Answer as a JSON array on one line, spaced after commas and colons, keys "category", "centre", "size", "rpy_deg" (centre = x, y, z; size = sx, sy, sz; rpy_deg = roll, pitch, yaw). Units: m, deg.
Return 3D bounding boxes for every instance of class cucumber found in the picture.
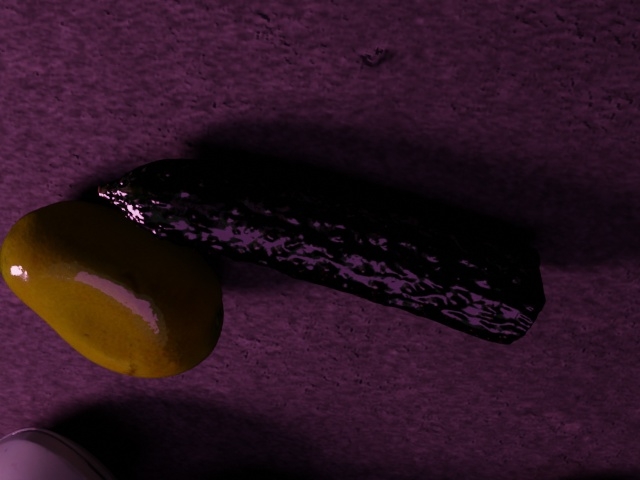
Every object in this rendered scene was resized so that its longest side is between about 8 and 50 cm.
[{"category": "cucumber", "centre": [0.000, -0.001, 1.163], "size": [0.300, 0.072, 0.072], "rpy_deg": [16, 143, -4]}]

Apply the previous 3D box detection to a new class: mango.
[{"category": "mango", "centre": [-0.141, 0.033, 1.234], "size": [0.163, 0.089, 0.117], "rpy_deg": [36, 137, -27]}]

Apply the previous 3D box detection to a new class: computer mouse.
[{"category": "computer mouse", "centre": [-0.238, 0.241, 1.526], "size": [0.159, 0.097, 0.288], "rpy_deg": [43, 150, -3]}]
